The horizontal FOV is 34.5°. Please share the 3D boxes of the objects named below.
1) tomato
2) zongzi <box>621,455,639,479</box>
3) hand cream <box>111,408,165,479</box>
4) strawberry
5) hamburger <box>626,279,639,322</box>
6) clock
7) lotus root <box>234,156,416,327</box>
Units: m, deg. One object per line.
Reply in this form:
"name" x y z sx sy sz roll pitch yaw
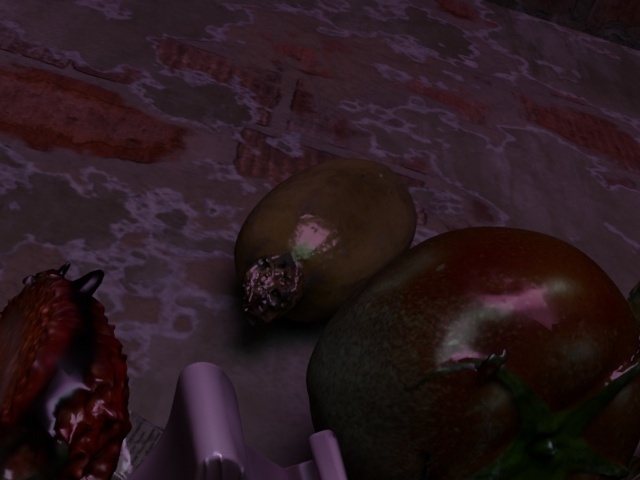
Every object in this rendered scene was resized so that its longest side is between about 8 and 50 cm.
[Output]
"tomato" 0.136 0.135 0.940 0.304 0.303 0.239 2 21 -28
"zongzi" 0.380 0.275 1.082 0.187 0.084 0.184 17 12 -24
"hand cream" -0.128 0.214 0.906 0.248 0.052 0.075 32 56 8
"strawberry" -0.220 0.135 0.829 0.138 0.233 0.306 42 20 -20
"hamburger" 0.455 0.097 1.258 0.135 0.207 0.155 -10 38 -36
"clock" -0.106 0.211 0.687 0.276 0.290 0.080 1 37 -17
"lotus root" 0.000 0.000 1.196 0.169 0.151 0.343 29 29 15
